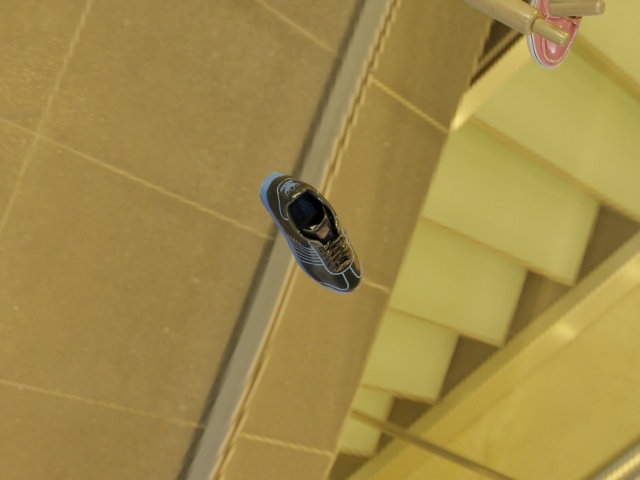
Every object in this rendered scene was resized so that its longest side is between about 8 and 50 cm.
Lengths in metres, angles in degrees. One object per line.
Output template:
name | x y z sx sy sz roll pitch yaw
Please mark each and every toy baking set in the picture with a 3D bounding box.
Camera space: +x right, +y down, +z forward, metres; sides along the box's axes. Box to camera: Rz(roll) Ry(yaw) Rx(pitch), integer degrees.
toy baking set | 0.188 -0.315 1.141 0.030 0.256 0.197 -38 147 -36

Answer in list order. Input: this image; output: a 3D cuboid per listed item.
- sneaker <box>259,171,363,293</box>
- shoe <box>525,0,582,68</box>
sneaker | 0.000 0.000 1.614 0.081 0.090 0.232 -46 120 -11
shoe | 0.294 -0.285 1.326 0.063 0.081 0.178 2 112 -14
